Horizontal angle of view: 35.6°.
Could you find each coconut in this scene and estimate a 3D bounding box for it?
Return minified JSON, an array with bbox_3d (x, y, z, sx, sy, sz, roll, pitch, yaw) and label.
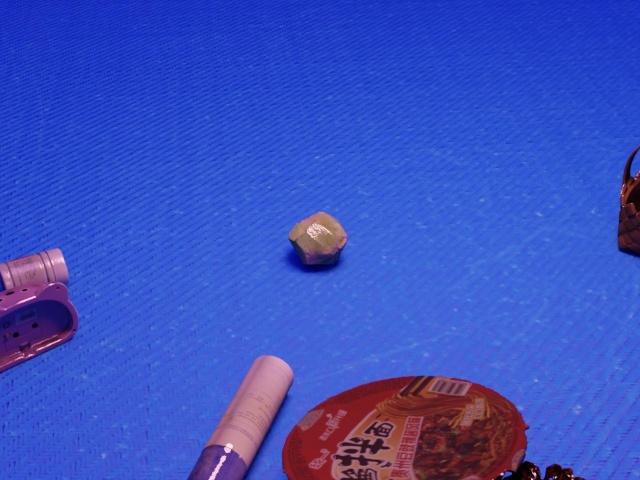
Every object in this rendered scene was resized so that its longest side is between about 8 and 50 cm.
[{"bbox_3d":[0.000,0.000,1.517,0.082,0.081,0.083,-29,12,35],"label":"coconut"}]

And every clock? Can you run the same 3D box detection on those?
[{"bbox_3d":[-0.404,0.106,1.327,0.153,0.110,0.050,-25,45,-33],"label":"clock"}]

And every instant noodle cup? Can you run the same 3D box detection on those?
[{"bbox_3d":[0.096,0.253,1.110,0.274,0.090,0.274,-9,21,4],"label":"instant noodle cup"}]

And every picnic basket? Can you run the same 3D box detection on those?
[{"bbox_3d":[0.525,-0.072,1.534,0.128,0.178,0.138,20,39,27],"label":"picnic basket"}]

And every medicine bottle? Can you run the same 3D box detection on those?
[{"bbox_3d":[-0.096,0.231,1.193,0.059,0.059,0.231,11,36,15],"label":"medicine bottle"},{"bbox_3d":[-0.419,0.050,1.453,0.091,0.058,0.058,-17,38,-23],"label":"medicine bottle"}]

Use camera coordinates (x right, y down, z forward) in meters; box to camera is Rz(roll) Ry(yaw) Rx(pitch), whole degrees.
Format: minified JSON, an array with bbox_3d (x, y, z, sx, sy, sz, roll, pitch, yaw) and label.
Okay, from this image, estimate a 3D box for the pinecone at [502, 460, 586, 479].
[{"bbox_3d":[0.240,0.301,1.036,0.121,0.140,0.140,23,30,-18],"label":"pinecone"}]
